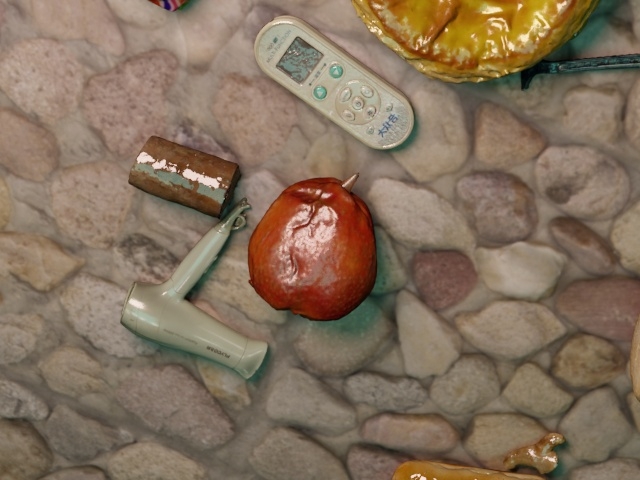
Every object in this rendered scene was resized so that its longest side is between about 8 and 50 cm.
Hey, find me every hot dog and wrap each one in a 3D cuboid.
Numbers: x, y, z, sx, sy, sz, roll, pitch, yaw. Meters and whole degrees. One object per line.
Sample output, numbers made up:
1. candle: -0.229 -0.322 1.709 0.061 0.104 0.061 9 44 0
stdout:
1. hot dog: 0.217 0.374 1.556 0.269 0.072 0.109 6 122 2

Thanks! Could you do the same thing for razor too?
1. razor: 0.334 -0.210 1.293 0.190 0.033 0.066 -2 116 5

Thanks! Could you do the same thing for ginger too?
1. ginger: 0.308 0.307 1.542 0.097 0.030 0.048 -30 81 20

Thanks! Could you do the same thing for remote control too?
1. remote control: 0.018 -0.192 1.325 0.221 0.042 0.078 35 114 -10

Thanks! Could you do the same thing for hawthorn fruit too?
1. hawthorn fruit: -0.009 0.012 1.369 0.173 0.173 0.179 -5 89 7

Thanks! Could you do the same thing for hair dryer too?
1. hair dryer: -0.133 0.054 1.453 0.206 0.075 0.237 24 107 -14

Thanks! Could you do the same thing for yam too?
1. yam: -0.168 -0.081 1.372 0.127 0.084 0.084 23 115 -3

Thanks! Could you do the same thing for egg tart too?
1. egg tart: 0.173 -0.318 1.212 0.294 0.116 0.295 1 113 3

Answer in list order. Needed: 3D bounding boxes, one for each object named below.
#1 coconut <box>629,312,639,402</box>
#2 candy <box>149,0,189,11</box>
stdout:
1. coconut: 0.506 0.155 1.362 0.221 0.202 0.202 10 116 2
2. candy: -0.098 -0.419 1.208 0.124 0.124 0.365 39 104 -13
